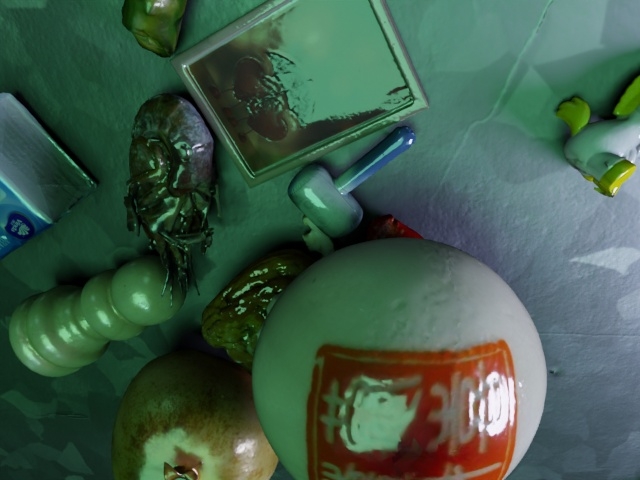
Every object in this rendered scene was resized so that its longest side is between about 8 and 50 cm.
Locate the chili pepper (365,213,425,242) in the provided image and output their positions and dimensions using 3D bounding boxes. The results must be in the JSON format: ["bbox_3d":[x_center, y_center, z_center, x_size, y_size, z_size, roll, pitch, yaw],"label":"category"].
[{"bbox_3d":[0.136,0.078,0.773,0.144,0.136,0.252,10,119,39],"label":"chili pepper"}]

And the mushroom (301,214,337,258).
[{"bbox_3d":[0.000,0.000,0.802,0.049,0.019,0.101,-11,118,21],"label":"mushroom"}]

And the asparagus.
[{"bbox_3d":[-0.166,-0.364,0.580,0.082,0.085,0.343,42,127,15],"label":"asparagus"}]

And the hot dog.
[{"bbox_3d":[-0.090,0.136,0.838,0.196,0.122,0.272,39,125,-14],"label":"hot dog"}]

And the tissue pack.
[{"bbox_3d":[-0.531,-0.076,0.802,0.264,0.146,0.198,-26,114,25],"label":"tissue pack"}]

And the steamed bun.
[{"bbox_3d":[0.097,0.184,0.635,0.375,0.241,0.374,0,103,-1],"label":"steamed bun"}]

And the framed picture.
[{"bbox_3d":[-0.030,-0.211,0.680,0.290,0.020,0.211,-20,115,23],"label":"framed picture"}]

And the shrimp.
[{"bbox_3d":[-0.209,-0.045,0.764,0.145,0.116,0.342,9,117,11],"label":"shrimp"}]

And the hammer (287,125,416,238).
[{"bbox_3d":[0.053,-0.090,0.710,0.194,0.069,0.116,-38,106,24],"label":"hammer"}]

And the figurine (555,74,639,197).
[{"bbox_3d":[0.379,-0.131,0.596,0.178,0.109,0.129,-20,93,20],"label":"figurine"}]

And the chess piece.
[{"bbox_3d":[-0.369,0.123,0.892,0.300,0.167,0.167,-22,114,19],"label":"chess piece"}]

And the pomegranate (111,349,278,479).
[{"bbox_3d":[-0.220,0.345,0.894,0.319,0.319,0.319,6,122,9],"label":"pomegranate"}]
